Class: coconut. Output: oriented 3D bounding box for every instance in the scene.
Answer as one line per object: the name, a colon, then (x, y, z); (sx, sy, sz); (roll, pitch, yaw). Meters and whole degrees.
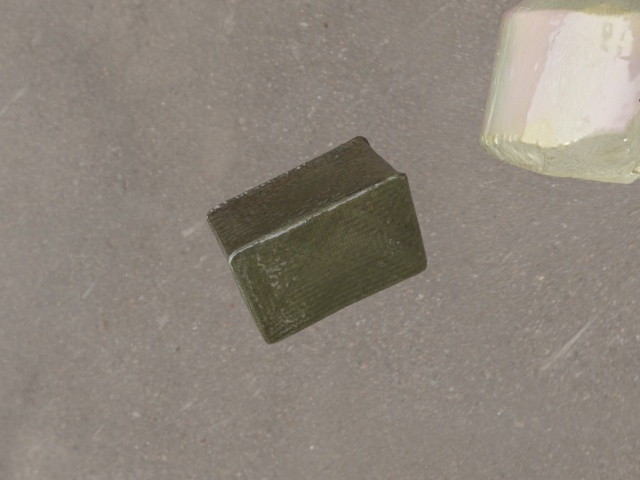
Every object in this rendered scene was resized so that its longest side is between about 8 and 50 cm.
coconut: (0.401, -0.258, 1.015); (0.297, 0.297, 0.310); (19, 111, 27)

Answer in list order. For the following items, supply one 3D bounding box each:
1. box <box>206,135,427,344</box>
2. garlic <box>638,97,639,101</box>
box: (-0.001, -0.001, 0.982); (0.273, 0.184, 0.143); (-26, 37, -7)
garlic: (0.179, -0.090, 0.222); (0.152, 0.066, 0.084); (23, 89, 56)
